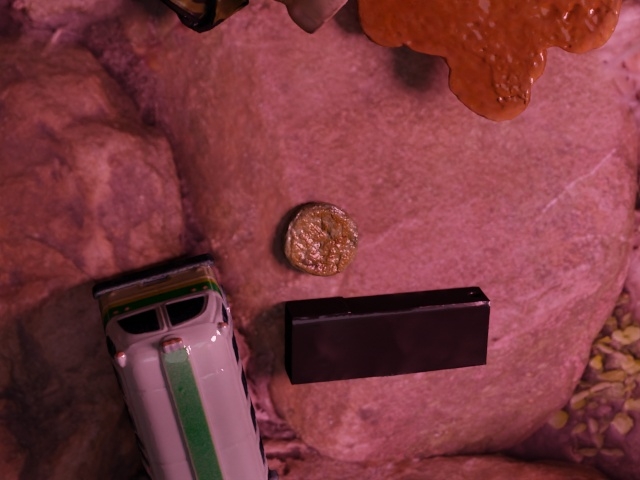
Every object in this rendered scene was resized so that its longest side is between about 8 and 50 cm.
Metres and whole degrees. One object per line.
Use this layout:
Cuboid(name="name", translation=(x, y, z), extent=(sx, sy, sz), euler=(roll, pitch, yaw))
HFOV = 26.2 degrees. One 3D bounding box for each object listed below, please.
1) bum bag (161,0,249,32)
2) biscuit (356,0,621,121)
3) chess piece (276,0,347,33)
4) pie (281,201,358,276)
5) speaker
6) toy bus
Cuboid(name="bum bag", translation=(-0.160, -0.277, 1.246), extent=(0.232, 0.060, 0.107), euler=(27, 97, -23))
Cuboid(name="biscuit", translation=(0.160, -0.294, 1.279), extent=(0.269, 0.051, 0.376), euler=(1, 113, 15))
Cuboid(name="chess piece", translation=(-0.071, -0.332, 1.185), extent=(0.299, 0.167, 0.167), euler=(37, 99, -12))
Cuboid(name="pie", translation=(0.001, -0.001, 1.422), extent=(0.084, 0.021, 0.084), euler=(-3, 109, -10))
Cuboid(name="speaker", translation=(0.071, 0.099, 1.468), extent=(0.218, 0.044, 0.082), euler=(-5, 113, -13))
Cuboid(name="toy bus", translation=(-0.130, 0.173, 1.381), extent=(0.133, 0.165, 0.276), euler=(-16, 114, -6))
